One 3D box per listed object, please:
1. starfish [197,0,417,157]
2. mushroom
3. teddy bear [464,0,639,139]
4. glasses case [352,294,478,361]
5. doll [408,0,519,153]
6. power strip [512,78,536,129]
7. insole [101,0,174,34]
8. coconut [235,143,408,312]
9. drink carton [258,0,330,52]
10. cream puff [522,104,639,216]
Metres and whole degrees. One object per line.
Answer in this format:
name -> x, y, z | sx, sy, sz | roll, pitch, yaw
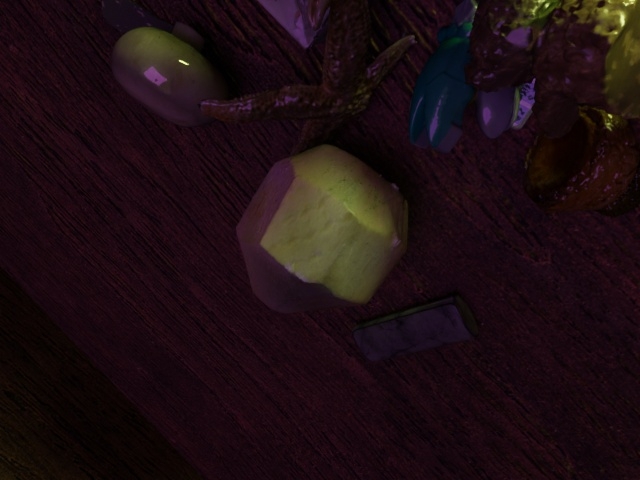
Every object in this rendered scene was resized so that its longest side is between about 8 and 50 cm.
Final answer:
starfish -> -0.027, -0.254, 0.893 | 0.432, 0.323, 0.083 | -36, 63, 36
mushroom -> -0.307, -0.356, 1.022 | 0.246, 0.246, 0.203 | 19, 84, 17
teddy bear -> 0.367, -0.256, 0.657 | 0.295, 0.222, 0.247 | 1, 117, -17
glasses case -> 0.219, 0.218, 1.167 | 0.299, 0.060, 0.114 | -26, 104, 37
doll -> 0.243, -0.262, 0.791 | 0.153, 0.195, 0.258 | 13, 127, -31
power strip -> 0.348, -0.278, 0.810 | 0.081, 0.035, 0.192 | 32, 129, 8
insole -> -0.398, -0.488, 1.104 | 0.247, 0.011, 0.081 | 29, 131, 9
coconut -> 0.000, 0.000, 0.982 | 0.352, 0.352, 0.353 | 14, 124, 21
drink carton -> -0.055, -0.515, 0.823 | 0.324, 0.132, 0.194 | 45, 130, -1
cream puff -> 0.452, -0.111, 0.794 | 0.168, 0.183, 0.183 | 19, 131, -15
